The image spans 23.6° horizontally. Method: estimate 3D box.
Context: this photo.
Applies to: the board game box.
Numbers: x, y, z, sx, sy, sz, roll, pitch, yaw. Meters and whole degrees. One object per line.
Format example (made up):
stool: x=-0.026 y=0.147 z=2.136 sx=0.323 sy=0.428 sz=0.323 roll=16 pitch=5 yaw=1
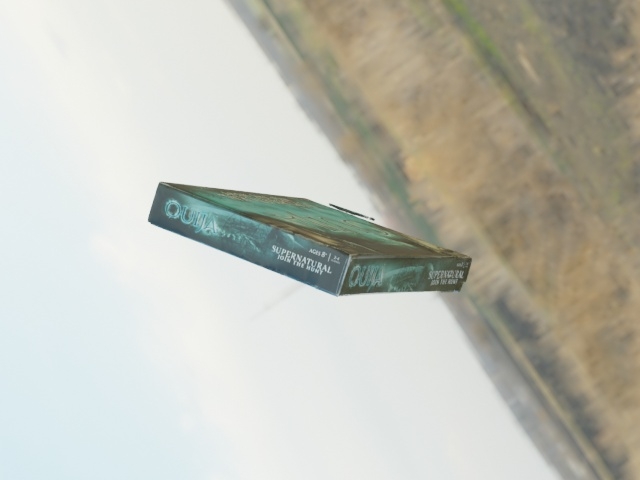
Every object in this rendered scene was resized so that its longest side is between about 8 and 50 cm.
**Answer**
board game box: x=0.000 y=0.000 z=0.902 sx=0.126 sy=0.026 sz=0.186 roll=20 pitch=-172 yaw=24
